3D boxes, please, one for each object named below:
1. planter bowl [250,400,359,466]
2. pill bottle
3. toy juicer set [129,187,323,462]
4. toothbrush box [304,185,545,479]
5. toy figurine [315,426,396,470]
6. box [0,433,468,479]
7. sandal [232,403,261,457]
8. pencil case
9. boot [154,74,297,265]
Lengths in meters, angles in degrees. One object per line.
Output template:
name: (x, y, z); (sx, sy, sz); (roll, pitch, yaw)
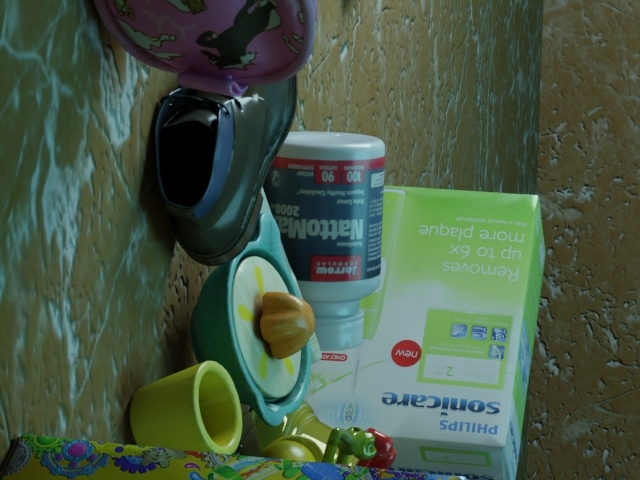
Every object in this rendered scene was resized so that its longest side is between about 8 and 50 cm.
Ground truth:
planter bowl: (-0.010, 0.238, 1.747); (0.217, 0.090, 0.217); (4, 90, -77)
pill bottle: (0.000, 0.000, 1.676); (0.108, 0.108, 0.180); (-33, 125, -74)
toy juicer set: (-0.031, 0.096, 1.504); (0.209, 0.089, 0.329); (62, 27, -30)
toothbrush box: (0.105, 0.095, 1.939); (0.122, 0.206, 0.283); (72, 26, -59)
toy figurine: (0.081, 0.280, 1.495); (0.191, 0.217, 0.362); (-58, 169, -6)
box: (-0.052, 0.286, 1.167); (0.177, 0.279, 0.290); (-72, 160, -47)
sandal: (-0.078, 0.203, 1.520); (0.072, 0.049, 0.180); (9, 74, -65)
pencil case: (-0.041, -0.280, 1.325); (0.167, 0.160, 0.386); (42, 44, -29)
boot: (-0.068, -0.097, 1.419); (0.106, 0.082, 0.219); (54, 43, -74)
